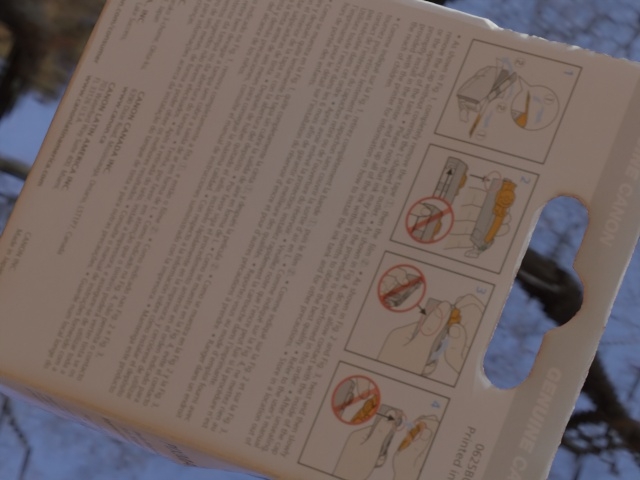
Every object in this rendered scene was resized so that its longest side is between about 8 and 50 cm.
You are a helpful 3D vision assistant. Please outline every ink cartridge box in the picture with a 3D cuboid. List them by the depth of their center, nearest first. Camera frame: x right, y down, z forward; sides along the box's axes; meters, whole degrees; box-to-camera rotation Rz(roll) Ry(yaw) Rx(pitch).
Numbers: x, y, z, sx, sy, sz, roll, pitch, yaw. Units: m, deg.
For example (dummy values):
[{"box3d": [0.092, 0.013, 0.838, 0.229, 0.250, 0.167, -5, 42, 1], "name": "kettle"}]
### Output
[{"box3d": [0.000, 0.000, 0.717, 0.232, 0.066, 0.189, 19, -102, 18], "name": "ink cartridge box"}]
